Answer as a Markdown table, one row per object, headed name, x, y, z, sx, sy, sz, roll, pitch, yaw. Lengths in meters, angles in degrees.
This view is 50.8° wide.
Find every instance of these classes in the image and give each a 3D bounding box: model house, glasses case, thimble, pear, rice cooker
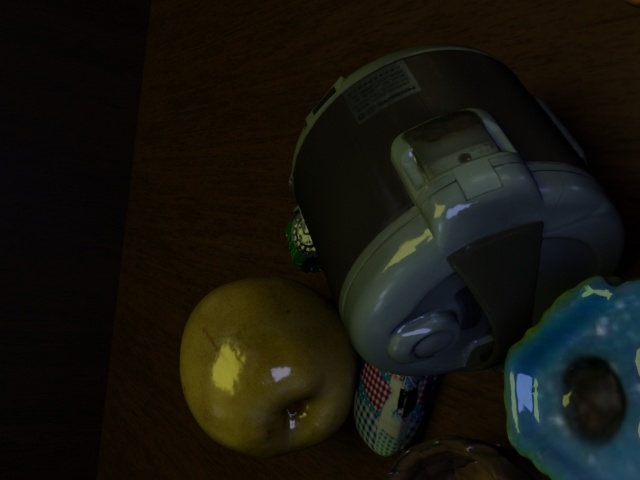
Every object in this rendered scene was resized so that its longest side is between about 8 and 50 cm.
| name | x | y | z | sx | sy | sz | roll | pitch | yaw |
| --- | --- | --- | --- | --- | --- | --- | --- | --- | --- |
| model house | 0.318 | 0.129 | 0.549 | 0.303 | 0.237 | 0.215 | -27 | 61 | 56 |
| glasses case | 0.123 | 0.164 | 1.007 | 0.125 | 0.076 | 0.327 | 36 | 115 | 57 |
| thimble | 0.000 | 0.000 | 1.202 | 0.130 | 0.118 | 0.090 | 100 | 158 | -66 |
| pear | -0.086 | 0.205 | 1.129 | 0.314 | 0.314 | 0.314 | -15 | 72 | 57 |
| rice cooker | 0.150 | -0.024 | 0.771 | 0.335 | 0.335 | 0.325 | -56 | 40 | 37 |

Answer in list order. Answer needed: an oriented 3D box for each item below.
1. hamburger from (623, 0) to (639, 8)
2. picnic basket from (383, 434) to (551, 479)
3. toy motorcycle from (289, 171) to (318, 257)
| name | x | y | z | sx | sy | sz | roll | pitch | yaw |
| --- | --- | --- | --- | --- | --- | --- | --- | --- | --- |
| hamburger | 0.369 | -0.238 | 0.506 | 0.236 | 0.276 | 0.276 | -62 | 38 | 36 |
| picnic basket | 0.121 | 0.392 | 0.744 | 0.293 | 0.337 | 0.337 | -31 | 59 | 53 |
| toy motorcycle | 0.055 | -0.107 | 1.079 | 0.307 | 0.108 | 0.173 | -35 | 69 | 23 |
